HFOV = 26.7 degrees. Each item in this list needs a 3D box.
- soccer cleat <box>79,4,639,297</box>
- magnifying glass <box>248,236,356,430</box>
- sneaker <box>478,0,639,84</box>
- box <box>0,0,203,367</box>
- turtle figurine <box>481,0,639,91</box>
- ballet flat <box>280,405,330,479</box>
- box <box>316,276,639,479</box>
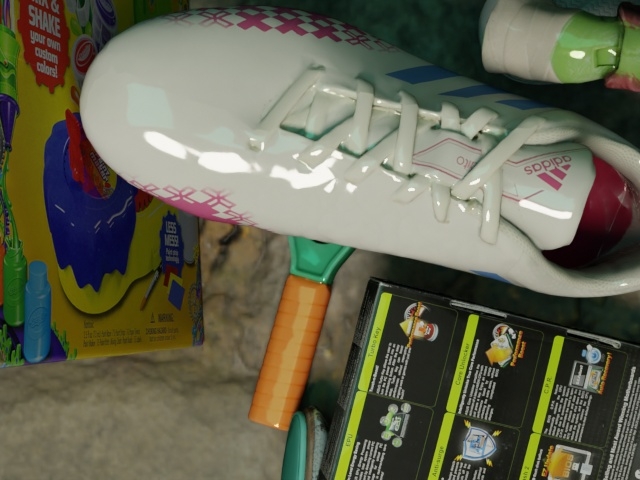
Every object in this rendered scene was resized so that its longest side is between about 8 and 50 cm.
[{"bbox_3d":[0.051,-0.045,0.676,0.331,0.143,0.116,12,92,-23],"label":"soccer cleat"},{"bbox_3d":[0.000,0.000,0.814,0.092,0.026,0.231,15,92,13],"label":"magnifying glass"},{"bbox_3d":[0.200,-0.180,0.751,0.258,0.091,0.094,-32,120,25],"label":"sneaker"},{"bbox_3d":[-0.195,-0.071,0.725,0.177,0.290,0.279,-4,87,13],"label":"box"},{"bbox_3d":[0.232,-0.128,0.656,0.266,0.198,0.274,20,73,24],"label":"turtle figurine"},{"bbox_3d":[-0.001,0.193,0.794,0.070,0.070,0.188,11,92,13],"label":"ballet flat"},{"bbox_3d":[0.093,0.133,0.749,0.184,0.045,0.190,13,91,-6],"label":"box"}]
